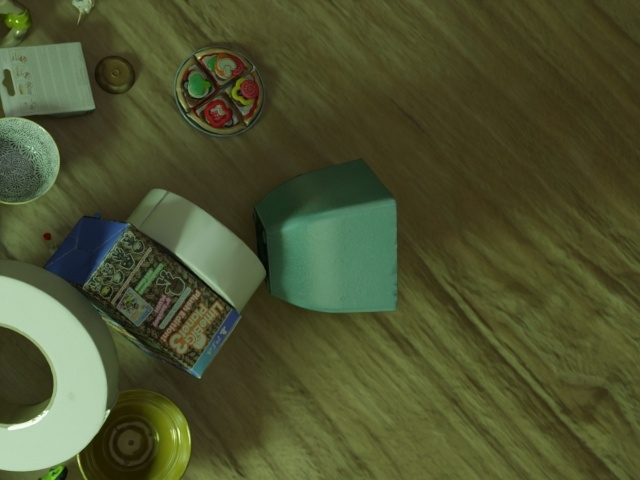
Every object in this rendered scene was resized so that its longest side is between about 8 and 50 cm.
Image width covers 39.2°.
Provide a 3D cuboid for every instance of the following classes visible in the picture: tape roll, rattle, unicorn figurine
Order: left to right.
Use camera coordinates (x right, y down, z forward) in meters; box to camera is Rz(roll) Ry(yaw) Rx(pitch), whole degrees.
[{"bbox_3d":[-0.680,-0.420,1.765,0.199,0.130,0.143,-44,86,8],"label":"rattle"},{"bbox_3d":[-0.543,0.220,1.557,0.391,0.072,0.392,2,111,5],"label":"tape roll"},{"bbox_3d":[-0.485,-0.541,1.850,0.111,0.060,0.162,44,72,-8],"label":"unicorn figurine"},{"bbox_3d":[-0.247,0.025,1.734,0.286,0.286,0.100,39,73,-10],"label":"tape roll"}]

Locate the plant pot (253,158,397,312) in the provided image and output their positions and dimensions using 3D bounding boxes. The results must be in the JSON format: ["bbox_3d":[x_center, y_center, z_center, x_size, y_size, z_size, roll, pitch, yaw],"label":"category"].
[{"bbox_3d":[0.000,0.000,1.815,0.252,0.248,0.247,-8,116,-12],"label":"plant pot"}]

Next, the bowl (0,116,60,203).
[{"bbox_3d":[-0.596,-0.147,1.747,0.170,0.080,0.170,3,81,-18],"label":"bowl"}]

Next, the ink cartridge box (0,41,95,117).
[{"bbox_3d":[-0.554,-0.316,1.795,0.179,0.045,0.146,-12,87,-25],"label":"ink cartridge box"}]

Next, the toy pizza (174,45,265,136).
[{"bbox_3d":[-0.213,-0.323,1.928,0.201,0.032,0.201,3,82,-18],"label":"toy pizza"}]

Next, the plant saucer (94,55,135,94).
[{"bbox_3d":[-0.427,-0.346,1.867,0.083,0.015,0.084,3,82,-19],"label":"plant saucer"}]

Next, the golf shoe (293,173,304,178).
[{"bbox_3d":[0.023,-0.092,1.949,0.186,0.086,0.068,18,74,-17],"label":"golf shoe"}]

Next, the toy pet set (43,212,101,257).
[{"bbox_3d":[-0.471,0.022,1.790,0.122,0.065,0.114,-24,56,-23],"label":"toy pet set"}]

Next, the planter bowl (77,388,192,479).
[{"bbox_3d":[-0.364,0.396,1.745,0.217,0.090,0.217,2,82,-18],"label":"planter bowl"}]

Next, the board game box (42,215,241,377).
[{"bbox_3d":[-0.336,0.101,1.676,0.291,0.232,0.141,44,70,-31],"label":"board game box"}]

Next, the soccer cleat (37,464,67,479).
[{"bbox_3d":[-0.526,0.508,1.696,0.072,0.060,0.179,39,78,-20],"label":"soccer cleat"}]
